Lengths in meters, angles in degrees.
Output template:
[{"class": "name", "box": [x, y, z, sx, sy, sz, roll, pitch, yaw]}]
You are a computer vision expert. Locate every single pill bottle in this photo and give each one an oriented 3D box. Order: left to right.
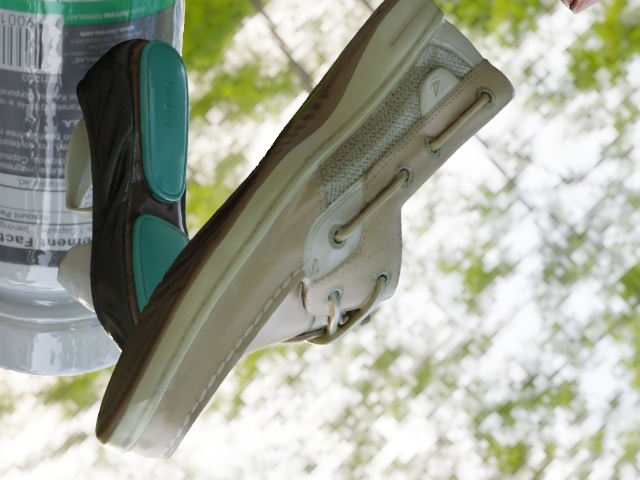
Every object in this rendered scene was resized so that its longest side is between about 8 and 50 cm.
[{"class": "pill bottle", "box": [-0.219, -0.084, 1.556, 0.204, 0.204, 0.361, -72, 169, -61]}]

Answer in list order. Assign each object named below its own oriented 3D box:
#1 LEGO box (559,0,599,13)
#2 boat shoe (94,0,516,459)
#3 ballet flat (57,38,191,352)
[{"class": "LEGO box", "box": [0.184, -0.494, 1.457, 0.193, 0.372, 0.500, -35, 155, -49]}, {"class": "boat shoe", "box": [0.000, 0.000, 0.946, 0.302, 0.098, 0.109, -54, -172, -30]}, {"class": "ballet flat", "box": [-0.137, -0.012, 1.363, 0.096, 0.095, 0.280, -19, -121, 28]}]
